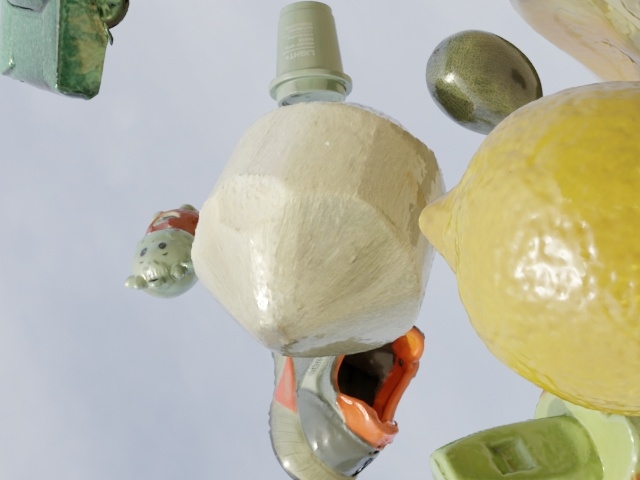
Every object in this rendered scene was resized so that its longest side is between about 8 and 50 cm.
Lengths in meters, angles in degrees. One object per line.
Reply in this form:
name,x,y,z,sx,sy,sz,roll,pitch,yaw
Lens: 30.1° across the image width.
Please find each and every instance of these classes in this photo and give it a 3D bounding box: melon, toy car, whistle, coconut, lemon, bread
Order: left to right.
toy car,-0.215,-0.281,0.972,0.097,0.141,0.320,-1,-76,-36
whistle,-0.194,0.011,1.618,0.102,0.105,0.253,14,-159,4
coconut,0.000,0.000,1.168,0.237,0.237,0.266,42,-129,-24
melon,0.168,-0.159,1.208,0.131,0.098,0.098,26,-132,-19
lemon,0.172,0.006,0.646,0.187,0.244,0.186,7,-90,-75
whistle,0.206,0.131,0.769,0.288,0.106,0.131,-3,-139,-23
bread,0.455,-0.316,1.541,0.376,0.348,0.253,36,-102,-17

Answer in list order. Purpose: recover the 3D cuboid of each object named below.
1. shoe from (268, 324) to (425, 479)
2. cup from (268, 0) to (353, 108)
shoe,0.040,0.121,1.350,0.132,0.171,0.336,40,-150,-24
cup,-0.019,-0.259,1.679,0.120,0.120,0.141,8,-110,-47
